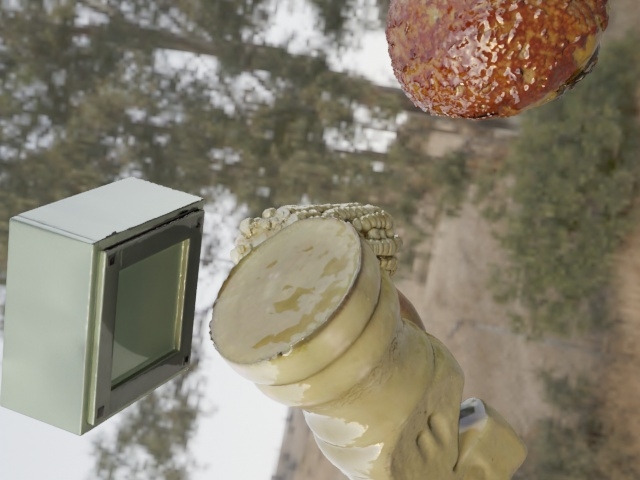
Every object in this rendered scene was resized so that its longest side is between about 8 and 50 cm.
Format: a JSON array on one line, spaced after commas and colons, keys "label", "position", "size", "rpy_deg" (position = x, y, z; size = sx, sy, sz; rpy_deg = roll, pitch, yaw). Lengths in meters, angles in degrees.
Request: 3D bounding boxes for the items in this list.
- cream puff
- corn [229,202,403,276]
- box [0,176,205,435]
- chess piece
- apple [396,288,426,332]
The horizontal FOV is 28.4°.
[{"label": "cream puff", "position": [0.177, -0.232, 1.277], "size": [0.240, 0.240, 0.164], "rpy_deg": [-72, -28, -47]}, {"label": "corn", "position": [0.000, 0.000, 1.204], "size": [0.211, 0.087, 0.087], "rpy_deg": [6, -87, -54]}, {"label": "box", "position": [-0.239, 0.067, 1.432], "size": [0.225, 0.117, 0.224], "rpy_deg": [-28, -50, -60]}, {"label": "chess piece", "position": [0.035, 0.085, 0.635], "size": [0.200, 0.090, 0.090], "rpy_deg": [51, -142, -33]}, {"label": "apple", "position": [0.039, 0.142, 1.631], "size": [0.174, 0.188, 0.188], "rpy_deg": [-40, 31, 56]}]
